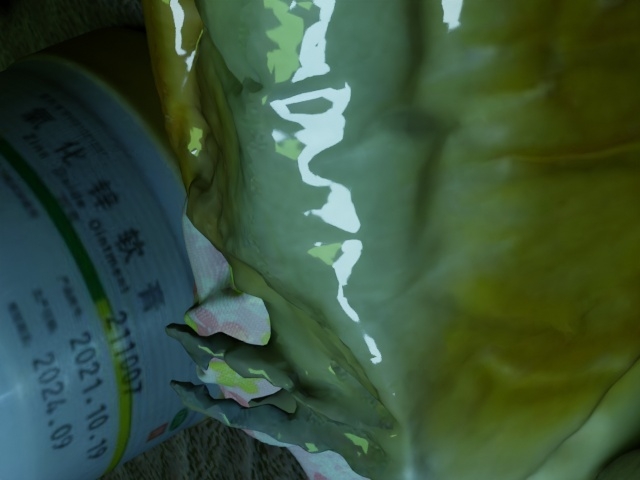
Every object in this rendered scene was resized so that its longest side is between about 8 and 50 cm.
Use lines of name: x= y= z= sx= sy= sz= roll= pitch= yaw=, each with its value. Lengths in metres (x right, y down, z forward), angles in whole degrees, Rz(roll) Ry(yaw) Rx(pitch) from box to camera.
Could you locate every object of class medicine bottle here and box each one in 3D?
medicine bottle: x=-0.167 y=0.025 z=0.973 sx=0.238 sy=0.232 sz=0.238 roll=30 pitch=134 yaw=36

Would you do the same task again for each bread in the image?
bread: x=0.053 y=-0.096 z=0.597 sx=0.183 sy=0.236 sz=0.389 roll=-138 pitch=40 yaw=-54

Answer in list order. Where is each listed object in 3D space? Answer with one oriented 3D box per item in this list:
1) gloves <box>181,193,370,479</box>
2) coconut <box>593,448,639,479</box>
gloves: x=-0.008 y=0.006 z=0.851 sx=0.145 sy=0.126 sz=0.241 roll=-10 pitch=113 yaw=49
coconut: x=0.214 y=0.150 z=0.518 sx=0.329 sy=0.329 sz=0.329 roll=31 pitch=135 yaw=37
